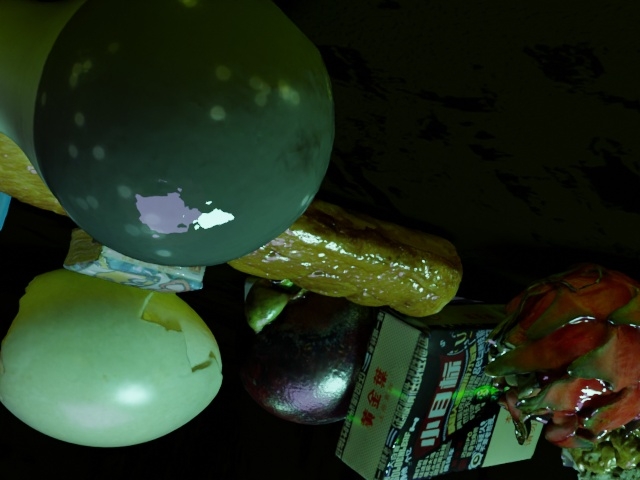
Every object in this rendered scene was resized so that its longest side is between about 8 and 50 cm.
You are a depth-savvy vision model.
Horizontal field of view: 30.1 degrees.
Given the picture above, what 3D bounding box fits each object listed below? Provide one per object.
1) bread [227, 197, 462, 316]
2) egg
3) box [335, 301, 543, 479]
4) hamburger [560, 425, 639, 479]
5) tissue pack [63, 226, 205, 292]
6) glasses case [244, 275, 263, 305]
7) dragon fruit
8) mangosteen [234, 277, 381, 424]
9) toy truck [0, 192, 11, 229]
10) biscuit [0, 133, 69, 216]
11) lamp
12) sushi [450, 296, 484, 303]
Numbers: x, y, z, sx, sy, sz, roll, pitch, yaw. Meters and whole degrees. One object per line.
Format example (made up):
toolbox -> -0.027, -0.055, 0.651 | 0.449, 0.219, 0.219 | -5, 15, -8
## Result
bread -> 0.000, 0.002, 1.226 | 0.344, 0.084, 0.124 | 17, 144, -27
egg -> -0.316, 0.178, 1.816 | 0.336, 0.278, 0.278 | 12, 168, -7
box -> 0.172, 0.176, 1.440 | 0.310, 0.198, 0.084 | 2, -160, -46
hamburger -> 0.486, 0.246, 1.621 | 0.276, 0.195, 0.318 | 1, 170, -30
tissue pack -> -0.241, 0.025, 1.555 | 0.155, 0.065, 0.115 | 18, 167, -32
glasses case -> -0.015, 0.097, 1.693 | 0.190, 0.072, 0.042 | 9, -150, 11
dragon fruit -> 0.277, 0.122, 1.277 | 0.274, 0.193, 0.192 | 4, 156, -27
mangosteen -> -0.012, 0.116, 1.448 | 0.216, 0.216, 0.216 | 9, 168, 2
toy truck -> -0.470, -0.077, 1.048 | 0.385, 0.162, 0.161 | 16, 167, -26
biscuit -> -0.174, -0.085, 0.976 | 0.305, 0.038, 0.305 | 5, 156, 2
lamp -> -0.125, -0.091, 0.766 | 0.182, 0.182, 0.314 | 22, 180, -45
sushi -> 0.235, 0.157, 1.700 | 0.292, 0.059, 0.294 | 12, 161, -24
